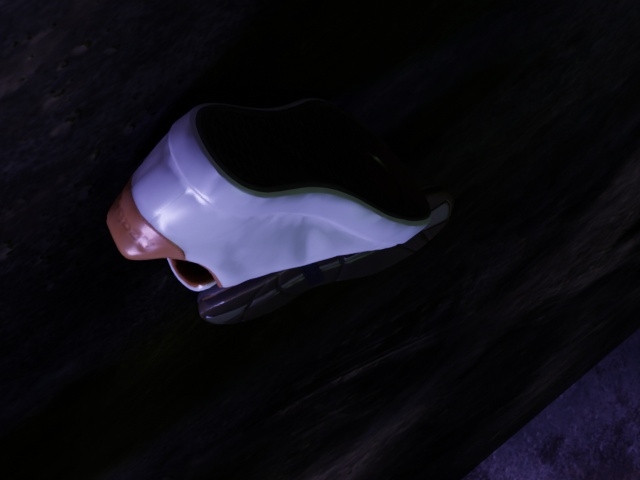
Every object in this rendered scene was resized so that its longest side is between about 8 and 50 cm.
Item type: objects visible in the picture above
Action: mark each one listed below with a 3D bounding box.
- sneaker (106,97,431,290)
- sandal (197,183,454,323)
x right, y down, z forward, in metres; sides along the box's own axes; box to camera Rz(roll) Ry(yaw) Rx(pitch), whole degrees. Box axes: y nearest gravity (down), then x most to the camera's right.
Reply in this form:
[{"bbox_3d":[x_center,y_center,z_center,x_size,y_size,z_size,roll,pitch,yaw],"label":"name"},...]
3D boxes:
[{"bbox_3d":[-0.038,-0.026,1.328,0.123,0.106,0.290,-40,156,25],"label":"sneaker"},{"bbox_3d":[0.000,0.000,1.550,0.219,0.060,0.090,-24,157,-2],"label":"sandal"}]
